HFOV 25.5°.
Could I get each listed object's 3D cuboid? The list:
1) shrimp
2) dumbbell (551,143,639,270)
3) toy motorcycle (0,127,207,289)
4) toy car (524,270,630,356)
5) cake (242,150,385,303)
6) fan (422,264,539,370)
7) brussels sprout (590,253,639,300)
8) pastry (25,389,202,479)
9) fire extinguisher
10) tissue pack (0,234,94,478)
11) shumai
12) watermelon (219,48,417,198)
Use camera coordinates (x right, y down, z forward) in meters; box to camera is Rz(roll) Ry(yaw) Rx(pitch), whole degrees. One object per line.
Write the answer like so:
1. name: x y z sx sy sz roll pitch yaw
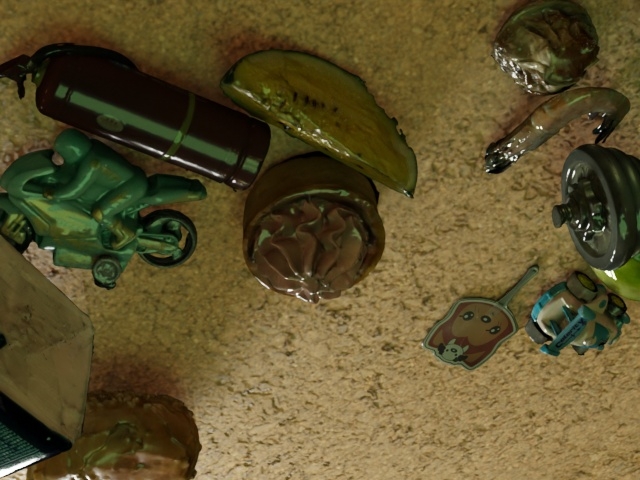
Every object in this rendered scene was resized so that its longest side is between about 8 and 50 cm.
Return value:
1. shrimp: 0.320 -0.149 1.910 0.152 0.046 0.219 4 151 -44
2. dumbbell: 0.506 -0.071 1.933 0.406 0.179 0.179 -12 130 -14
3. toy motorcycle: -0.298 -0.050 1.824 0.296 0.109 0.198 8 116 -16
4. toy car: 0.400 0.135 2.140 0.161 0.098 0.126 27 119 -29
5. cake: 0.000 0.000 1.884 0.207 0.178 0.185 -16 129 -5
6. fan: 0.256 0.113 2.143 0.132 0.009 0.220 28 117 -31
7. brussels sprout: 0.469 0.028 2.057 0.151 0.122 0.149 -8 128 -9
8. pastry: -0.303 0.319 2.065 0.255 0.162 0.311 2 138 -29
9. fire extinguisher: -0.238 -0.159 1.747 0.341 0.105 0.141 21 143 -19
10. tissue pack: -0.524 0.183 1.794 0.416 0.253 0.264 -23 132 24
11. shumai: 0.298 -0.236 1.809 0.145 0.116 0.146 -7 131 -9
12. watermelon: -0.002 -0.151 1.790 0.301 0.129 0.123 30 117 -23
